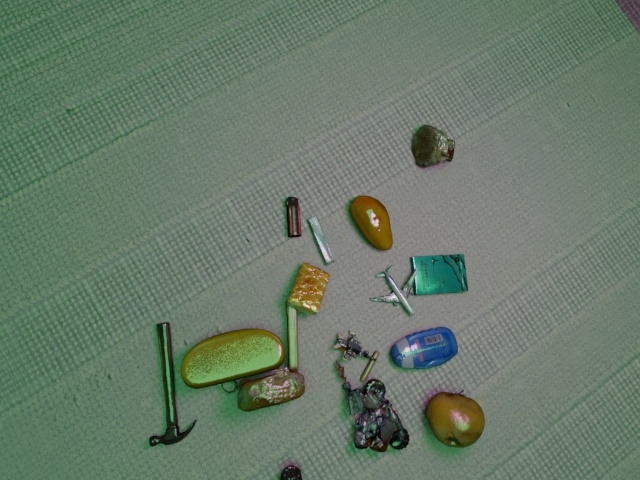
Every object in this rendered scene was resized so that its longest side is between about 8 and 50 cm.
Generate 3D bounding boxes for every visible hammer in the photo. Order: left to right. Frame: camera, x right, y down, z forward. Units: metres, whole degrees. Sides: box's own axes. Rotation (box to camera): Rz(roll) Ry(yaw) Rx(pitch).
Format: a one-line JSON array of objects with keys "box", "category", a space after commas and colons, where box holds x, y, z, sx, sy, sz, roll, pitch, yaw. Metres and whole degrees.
[{"box": [-0.571, 0.529, 1.537, 0.168, 0.044, 0.440, -8, 83, -7], "category": "hammer"}]

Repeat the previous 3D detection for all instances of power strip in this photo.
[{"box": [-0.111, 0.360, 1.602, 0.044, 0.064, 0.305, 0, 81, -10], "category": "power strip"}]

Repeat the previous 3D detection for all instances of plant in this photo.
[{"box": [-0.110, 0.899, 1.500, 0.094, 0.092, 0.143, 7, 103, 30], "category": "plant"}]

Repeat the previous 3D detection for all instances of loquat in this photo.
[{"box": [0.508, 0.676, 1.566, 0.213, 0.213, 0.213, 1, 81, -6], "category": "loquat"}]

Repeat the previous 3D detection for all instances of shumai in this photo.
[{"box": [0.495, -0.409, 1.757, 0.142, 0.184, 0.184, -5, 81, -31], "category": "shumai"}]

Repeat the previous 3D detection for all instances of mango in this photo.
[{"box": [0.220, -0.075, 1.681, 0.138, 0.113, 0.253, -31, 88, -9], "category": "mango"}]

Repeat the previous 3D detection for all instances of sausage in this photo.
[{"box": [0.197, 0.499, 1.636, 0.024, 0.024, 0.132, 30, 80, -1], "category": "sausage"}]

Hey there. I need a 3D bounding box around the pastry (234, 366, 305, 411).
[{"box": [-0.179, 0.536, 1.488, 0.257, 0.236, 0.120, -9, 70, -19], "category": "pastry"}]

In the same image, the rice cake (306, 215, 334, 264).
[{"box": [0.000, 0.000, 1.685, 0.043, 0.034, 0.211, -20, 83, -17], "category": "rice cake"}]

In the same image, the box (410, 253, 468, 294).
[{"box": [0.495, 0.141, 1.714, 0.226, 0.042, 0.161, -3, 83, -7], "category": "box"}]

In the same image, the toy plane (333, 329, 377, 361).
[{"box": [0.143, 0.427, 1.612, 0.188, 0.062, 0.135, 21, 47, 5], "category": "toy plane"}]

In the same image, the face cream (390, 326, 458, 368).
[{"box": [0.408, 0.435, 1.638, 0.264, 0.083, 0.149, -11, 82, -8], "category": "face cream"}]

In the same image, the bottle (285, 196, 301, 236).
[{"box": [-0.112, -0.097, 1.676, 0.060, 0.060, 0.164, -3, 81, -7], "category": "bottle"}]

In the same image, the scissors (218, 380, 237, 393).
[{"box": [-0.414, 0.522, 1.563, 0.204, 0.027, 0.101, 8, 78, -7], "category": "scissors"}]

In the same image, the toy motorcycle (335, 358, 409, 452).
[{"box": [0.174, 0.634, 1.558, 0.207, 0.134, 0.401, -25, 89, -16], "category": "toy motorcycle"}]

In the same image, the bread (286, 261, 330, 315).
[{"box": [-0.044, 0.189, 1.601, 0.125, 0.068, 0.188, 23, 54, -3], "category": "bread"}]

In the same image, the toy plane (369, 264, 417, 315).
[{"box": [0.316, 0.208, 1.672, 0.226, 0.058, 0.226, -34, 93, 2], "category": "toy plane"}]

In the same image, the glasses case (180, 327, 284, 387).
[{"box": [-0.321, 0.427, 1.524, 0.371, 0.141, 0.173, -11, 72, -10], "category": "glasses case"}]
